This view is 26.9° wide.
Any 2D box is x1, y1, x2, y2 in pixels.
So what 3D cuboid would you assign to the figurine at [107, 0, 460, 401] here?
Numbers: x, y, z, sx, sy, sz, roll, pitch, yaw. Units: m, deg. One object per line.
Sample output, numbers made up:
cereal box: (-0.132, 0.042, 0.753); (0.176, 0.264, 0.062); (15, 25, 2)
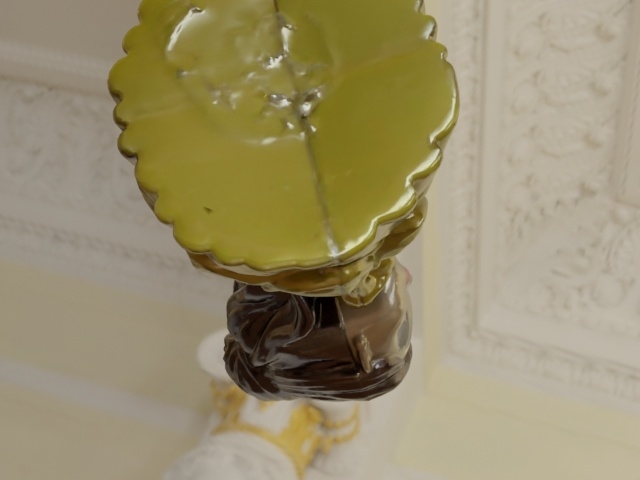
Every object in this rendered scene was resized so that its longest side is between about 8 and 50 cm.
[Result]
figurine: (0.004, -0.002, 0.756); (0.187, 0.168, 0.315); (47, -12, 27)
